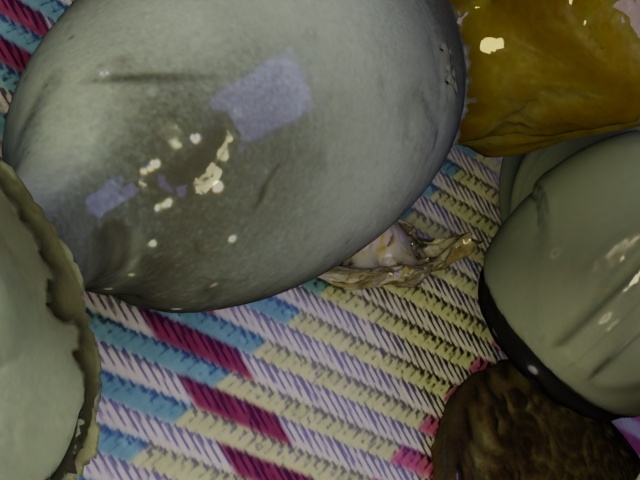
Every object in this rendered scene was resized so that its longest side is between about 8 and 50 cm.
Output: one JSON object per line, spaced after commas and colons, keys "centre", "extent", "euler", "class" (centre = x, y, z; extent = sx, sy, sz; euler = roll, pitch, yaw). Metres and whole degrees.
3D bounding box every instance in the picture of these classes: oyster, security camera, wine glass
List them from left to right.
{"centre": [-0.073, -0.035, 0.756], "extent": [0.190, 0.190, 0.357], "euler": [59, 37, -9], "class": "wine glass"}
{"centre": [0.001, -0.002, 0.979], "extent": [0.200, 0.061, 0.106], "euler": [34, 49, -27], "class": "oyster"}
{"centre": [0.199, 0.003, 1.058], "extent": [0.197, 0.191, 0.277], "euler": [44, 21, -5], "class": "security camera"}

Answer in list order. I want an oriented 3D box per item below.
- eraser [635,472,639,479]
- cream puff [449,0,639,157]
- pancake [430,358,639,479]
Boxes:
{"centre": [0.325, 0.163, 1.043], "extent": [0.150, 0.331, 0.331], "euler": [28, 21, 28], "class": "eraser"}
{"centre": [0.113, -0.195, 0.966], "extent": [0.274, 0.323, 0.270], "euler": [-57, 136, -44], "class": "cream puff"}
{"centre": [0.166, 0.216, 1.070], "extent": [0.288, 0.033, 0.286], "euler": [15, 59, -48], "class": "pancake"}
